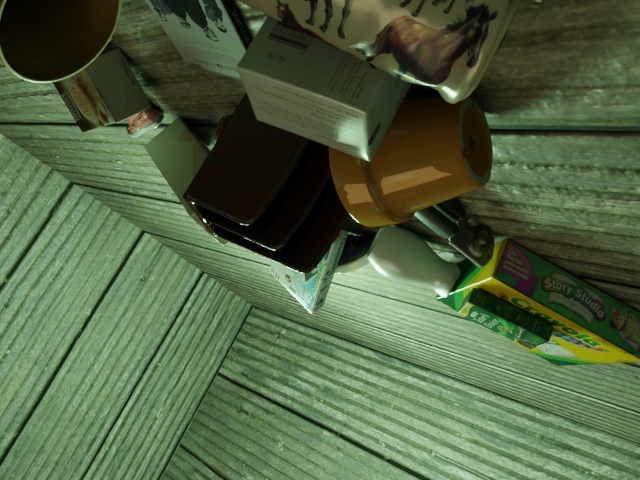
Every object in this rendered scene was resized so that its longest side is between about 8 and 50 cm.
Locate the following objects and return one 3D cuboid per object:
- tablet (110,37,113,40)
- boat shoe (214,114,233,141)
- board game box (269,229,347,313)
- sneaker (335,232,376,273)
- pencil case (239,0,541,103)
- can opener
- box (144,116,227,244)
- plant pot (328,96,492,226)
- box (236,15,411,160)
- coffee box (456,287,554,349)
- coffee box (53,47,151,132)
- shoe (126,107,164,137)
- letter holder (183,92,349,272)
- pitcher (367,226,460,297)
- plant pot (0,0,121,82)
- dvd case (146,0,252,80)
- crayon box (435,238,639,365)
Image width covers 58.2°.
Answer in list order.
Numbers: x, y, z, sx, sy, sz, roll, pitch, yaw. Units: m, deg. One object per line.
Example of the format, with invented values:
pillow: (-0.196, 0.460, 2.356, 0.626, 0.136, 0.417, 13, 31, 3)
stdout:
tablet: (-0.483, -0.426, 1.200, 0.083, 0.006, 0.054, 3, 179, -40)
boat shoe: (-0.167, -0.173, 1.341, 0.119, 0.123, 0.324, 22, 163, 28)
board game box: (-0.042, 0.037, 1.556, 0.193, 0.053, 0.305, 43, 141, 23)
sneaker: (0.029, 0.006, 1.594, 0.350, 0.131, 0.148, -12, 105, 44)
pencil case: (0.014, -0.296, 0.594, 0.410, 0.160, 0.183, 27, 167, 3)
can opener: (0.242, -0.041, 1.165, 0.283, 0.076, 0.095, 35, 162, -20)
box: (-0.290, -0.148, 1.387, 0.311, 0.121, 0.148, 49, 180, 37)
plant pot: (0.147, -0.130, 0.865, 0.187, 0.205, 0.205, -6, 146, 36)
box: (0.019, -0.230, 0.747, 0.181, 0.181, 0.119, 23, 164, 15)
coffee box: (0.397, 0.172, 1.255, 0.184, 0.040, 0.113, 27, 162, 8)
coffee box: (-0.511, -0.341, 1.335, 0.246, 0.098, 0.141, 5, 126, 52)
shoe: (-0.478, -0.322, 1.492, 0.081, 0.064, 0.178, 40, 155, -32)
letter holder: (-0.041, -0.127, 0.947, 0.214, 0.302, 0.152, 23, 163, 14)
pitcher: (0.222, 0.047, 1.413, 0.207, 0.126, 0.178, 26, -174, -1)
plant pot: (-0.510, -0.433, 0.954, 0.254, 0.237, 0.237, 39, 166, 10)
dvd case: (-0.201, -0.363, 0.968, 0.179, 0.030, 0.239, 21, 163, 22)
crayon box: (0.492, 0.158, 1.317, 0.362, 0.106, 0.313, 28, 164, -2)
